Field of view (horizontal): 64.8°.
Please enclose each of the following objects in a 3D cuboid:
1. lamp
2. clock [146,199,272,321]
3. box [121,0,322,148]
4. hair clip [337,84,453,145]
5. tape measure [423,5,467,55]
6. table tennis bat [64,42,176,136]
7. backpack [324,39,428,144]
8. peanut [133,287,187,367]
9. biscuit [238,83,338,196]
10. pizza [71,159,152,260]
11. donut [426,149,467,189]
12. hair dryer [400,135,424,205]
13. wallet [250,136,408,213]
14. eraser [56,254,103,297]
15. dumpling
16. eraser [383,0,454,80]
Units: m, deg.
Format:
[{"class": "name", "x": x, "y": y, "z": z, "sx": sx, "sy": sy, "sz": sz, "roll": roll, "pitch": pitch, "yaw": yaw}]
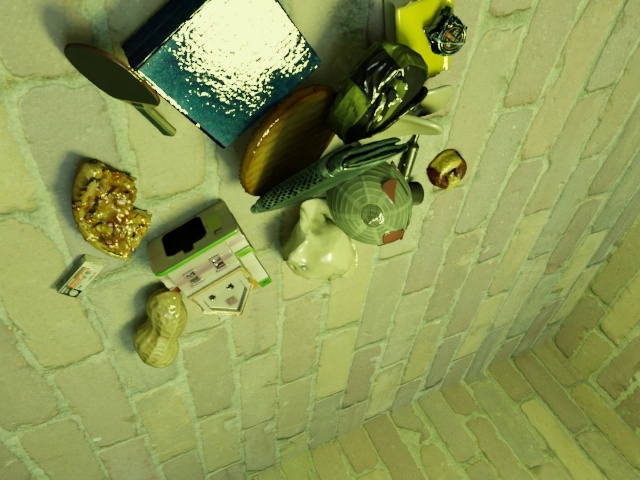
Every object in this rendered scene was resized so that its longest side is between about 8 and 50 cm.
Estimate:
[{"class": "lamp", "x": 0.136, "y": -0.103, "z": 1.382, "sx": 0.233, "sy": 0.233, "sz": 0.265, "roll": -25, "pitch": 117, "yaw": -10}, {"class": "clock", "x": -0.279, "y": 0.082, "z": 1.362, "sx": 0.235, "sy": 0.166, "sz": 0.309, "roll": -30, "pitch": 135, "yaw": -4}, {"class": "box", "x": -0.184, "y": -0.362, "z": 0.987, "sx": 0.279, "sy": 0.116, "sz": 0.261, "roll": -40, "pitch": 144, "yaw": 8}, {"class": "hair clip", "x": 0.200, "y": -0.313, "z": 1.295, "sx": 0.282, "sy": 0.113, "sz": 0.172, "roll": -7, "pitch": 168, "yaw": 27}, {"class": "tape measure", "x": 0.286, "y": -0.467, "z": 1.148, "sx": 0.094, "sy": 0.054, "sz": 0.091, "roll": 26, "pitch": 113, "yaw": -42}, {"class": "table tennis bat", "x": -0.360, "y": -0.277, "z": 0.955, "sx": 0.021, "sy": 0.154, "sz": 0.274, "roll": -69, "pitch": 156, "yaw": -14}, {"class": "backpack", "x": 0.126, "y": -0.321, "z": 1.133, "sx": 0.253, "sy": 0.140, "sz": 0.207, "roll": -46, "pitch": 168, "yaw": 29}, {"class": "peanut", "x": -0.460, "y": 0.252, "z": 1.451, "sx": 0.136, "sy": 0.120, "sz": 0.298, "roll": -4, "pitch": 131, "yaw": -39}, {"class": "biscuit", "x": -0.067, "y": -0.230, "z": 1.190, "sx": 0.318, "sy": 0.040, "sz": 0.318, "roll": -42, "pitch": 164, "yaw": -15}, {"class": "pizza", "x": -0.468, "y": -0.056, "z": 1.140, "sx": 0.161, "sy": 0.085, "sz": 0.305, "roll": -21, "pitch": 142, "yaw": -17}, {"class": "donut", "x": 0.407, "y": -0.220, "z": 1.611, "sx": 0.140, "sy": 0.059, "sz": 0.140, "roll": -22, "pitch": 140, "yaw": -20}, {"class": "hair dryer", "x": 0.234, "y": -0.210, "z": 1.502, "sx": 0.195, "sy": 0.078, "sz": 0.248, "roll": -7, "pitch": 125, "yaw": -28}, {"class": "wallet", "x": 0.005, "y": -0.154, "z": 1.171, "sx": 0.237, "sy": 0.075, "sz": 0.342, "roll": -27, "pitch": -175, "yaw": -40}, {"class": "eraser", "x": -0.596, "y": 0.090, "z": 1.250, "sx": 0.122, "sy": 0.029, "sz": 0.052, "roll": -45, "pitch": 141, "yaw": 13}, {"class": "dumpling", "x": 0.000, "y": 0.000, "z": 1.509, "sx": 0.318, "sy": 0.187, "sz": 0.243, "roll": 17, "pitch": 81, "yaw": -54}, {"class": "eraser", "x": 0.235, "y": -0.484, "z": 1.194, "sx": 0.158, "sy": 0.069, "sz": 0.226, "roll": -24, "pitch": 142, "yaw": -8}]
